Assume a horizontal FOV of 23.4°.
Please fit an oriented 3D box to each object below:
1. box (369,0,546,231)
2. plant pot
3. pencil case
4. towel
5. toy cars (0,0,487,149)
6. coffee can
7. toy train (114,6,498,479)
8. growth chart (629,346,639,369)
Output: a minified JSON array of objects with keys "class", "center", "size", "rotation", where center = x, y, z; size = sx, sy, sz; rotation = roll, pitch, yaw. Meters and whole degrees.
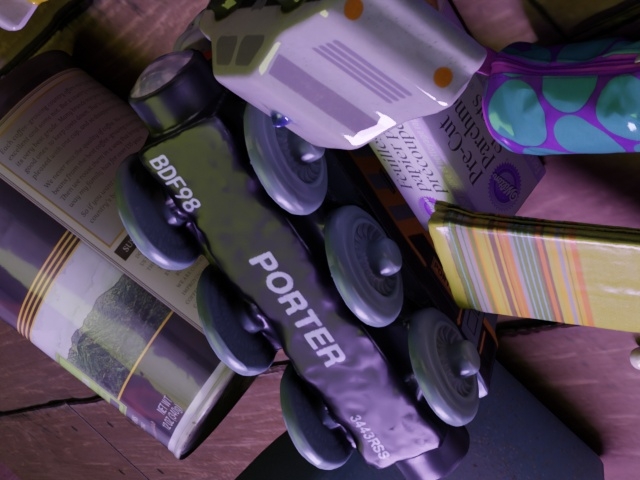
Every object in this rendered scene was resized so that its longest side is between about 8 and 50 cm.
[{"class":"box","center":[0.023,-0.135,0.866],"size":[0.063,0.067,0.324],"rotation":[9,141,49]},{"class":"plant pot","center":[0.074,0.223,1.192],"size":[0.248,0.252,0.247],"rotation":[43,157,-8]},{"class":"pencil case","center":[0.150,-0.077,0.783],"size":[0.070,0.064,0.151],"rotation":[34,161,-30]},{"class":"towel","center":[0.183,0.022,0.883],"size":[0.237,0.021,0.102],"rotation":[7,150,21]},{"class":"toy cars","center":[-0.089,-0.125,0.808],"size":[0.393,0.087,0.176],"rotation":[27,172,27]},{"class":"coffee can","center":[-0.156,0.010,1.218],"size":[0.275,0.201,0.201],"rotation":[37,156,6]},{"class":"toy train","center":[0.000,0.000,0.991],"size":[0.142,0.190,0.334],"rotation":[-24,115,26]},{"class":"growth chart","center":[0.302,0.136,0.990],"size":[0.237,0.021,0.172],"rotation":[44,157,-9]}]
